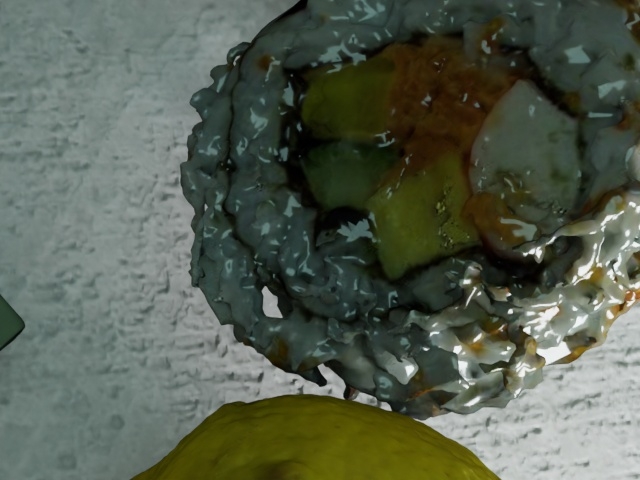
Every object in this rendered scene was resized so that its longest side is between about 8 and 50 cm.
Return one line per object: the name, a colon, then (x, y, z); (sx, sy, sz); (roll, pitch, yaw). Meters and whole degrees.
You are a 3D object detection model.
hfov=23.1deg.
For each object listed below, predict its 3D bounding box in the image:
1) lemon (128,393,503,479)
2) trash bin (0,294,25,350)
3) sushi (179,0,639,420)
lemon: (0.012, 0.286, 1.068); (0.387, 0.350, 0.350); (32, 68, 3)
trash bin: (-0.406, 0.010, 1.124); (0.343, 0.158, 0.223); (47, 68, -6)
sushi: (0.090, -0.054, 1.190); (0.417, 0.176, 0.417); (-9, 62, 18)
